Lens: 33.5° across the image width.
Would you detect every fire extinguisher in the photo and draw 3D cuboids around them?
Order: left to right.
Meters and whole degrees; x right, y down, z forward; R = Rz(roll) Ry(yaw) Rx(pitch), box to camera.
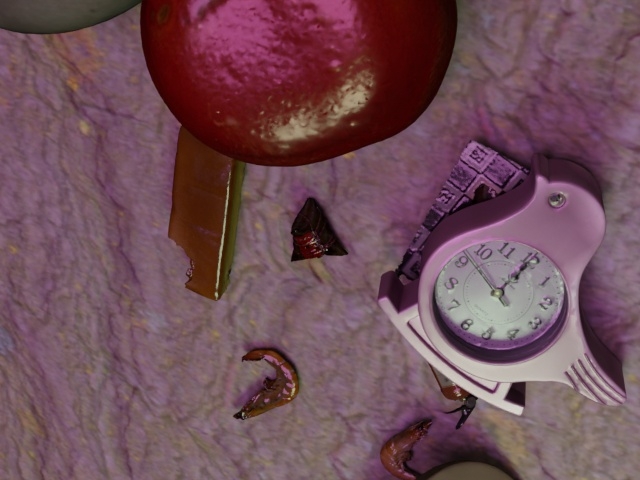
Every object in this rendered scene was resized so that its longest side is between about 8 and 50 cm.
[{"bbox_3d":[0.154,0.148,1.332,0.177,0.062,0.050,64,159,-9],"label":"fire extinguisher"}]

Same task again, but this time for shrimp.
[{"bbox_3d":[-0.087,0.201,1.464,0.127,0.025,0.091,-42,91,25],"label":"shrimp"},{"bbox_3d":[0.131,0.282,1.410,0.083,0.023,0.114,39,124,1],"label":"shrimp"}]

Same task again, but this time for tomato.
[{"bbox_3d":[-0.021,-0.227,1.132,0.325,0.293,0.289,-16,97,14],"label":"tomato"}]

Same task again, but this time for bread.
[{"bbox_3d":[-0.150,-0.038,1.386,0.088,0.049,0.226,18,116,15],"label":"bread"}]

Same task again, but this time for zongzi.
[{"bbox_3d":[0.000,0.000,1.348,0.073,0.067,0.083,9,132,6],"label":"zongzi"}]

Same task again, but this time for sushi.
[{"bbox_3d":[0.192,-0.010,1.269,0.139,0.031,0.201,29,115,1],"label":"sushi"}]

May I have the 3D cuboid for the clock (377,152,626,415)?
[{"bbox_3d":[0.255,0.071,1.223,0.290,0.080,0.275,41,112,-9],"label":"clock"}]

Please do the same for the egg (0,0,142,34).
[{"bbox_3d":[-0.287,-0.372,1.197,0.352,0.258,0.258,-16,103,20],"label":"egg"}]

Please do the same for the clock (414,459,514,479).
[{"bbox_3d":[0.177,0.395,1.334,0.029,0.235,0.235,-9,110,61],"label":"clock"}]
